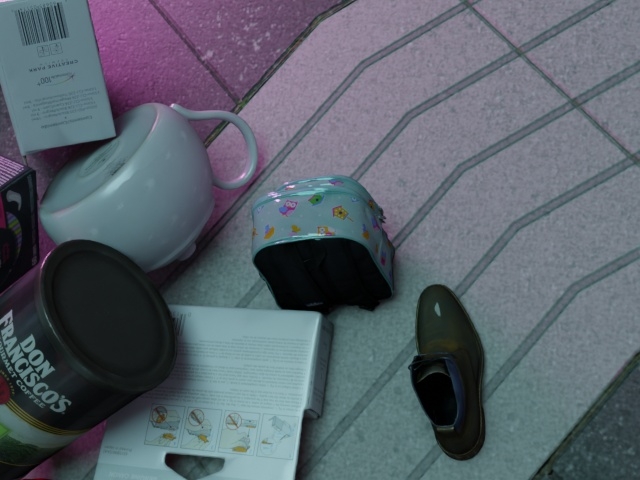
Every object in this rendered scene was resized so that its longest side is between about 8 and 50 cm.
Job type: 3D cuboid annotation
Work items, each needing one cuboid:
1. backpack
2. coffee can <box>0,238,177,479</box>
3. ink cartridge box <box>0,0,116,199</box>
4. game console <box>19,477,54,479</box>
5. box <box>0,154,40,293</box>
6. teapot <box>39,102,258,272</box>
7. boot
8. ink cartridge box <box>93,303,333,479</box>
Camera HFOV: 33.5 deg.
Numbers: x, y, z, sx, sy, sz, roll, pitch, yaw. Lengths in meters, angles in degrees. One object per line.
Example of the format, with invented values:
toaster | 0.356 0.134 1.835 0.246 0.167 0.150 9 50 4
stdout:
backpack | 0.000 0.000 1.311 0.166 0.188 0.144 -6 67 17
coffee can | -0.340 0.154 1.305 0.275 0.201 0.201 -36 60 28
ink cartridge box | -0.379 -0.241 1.470 0.130 0.271 0.309 -14 29 -14
game console | -0.425 0.520 1.322 0.342 0.060 0.386 -26 63 11
box | -0.492 0.011 1.325 0.143 0.165 0.270 23 41 18
teapot | -0.229 -0.049 1.416 0.256 0.187 0.252 -26 32 29
boot | 0.148 0.140 1.251 0.082 0.106 0.219 -15 65 12
ink cartridge box | -0.134 0.203 1.346 0.275 0.060 0.238 2 71 20
